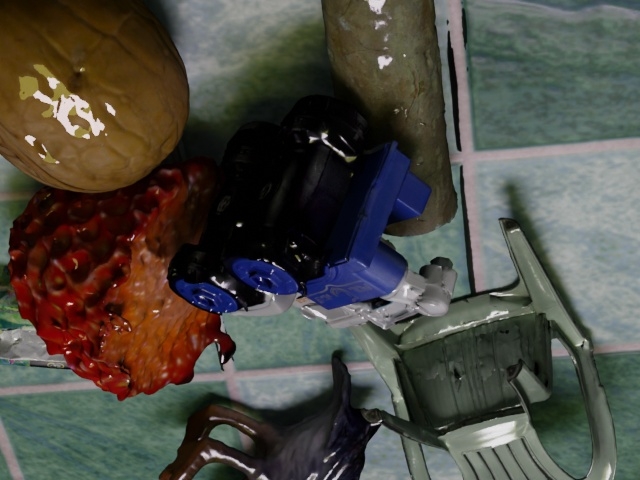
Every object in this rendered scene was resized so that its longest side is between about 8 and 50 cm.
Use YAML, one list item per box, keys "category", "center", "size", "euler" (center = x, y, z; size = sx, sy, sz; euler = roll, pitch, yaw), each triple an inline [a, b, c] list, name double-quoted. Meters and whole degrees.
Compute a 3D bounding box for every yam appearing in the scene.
- category: "yam"
  center: [0.054, -0.123, 1.260]
  size: [0.093, 0.093, 0.259]
  euler: [-4, 132, 6]

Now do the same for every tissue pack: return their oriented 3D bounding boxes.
- category: "tissue pack"
  center: [-0.244, 0.082, 1.463]
  size: [0.111, 0.079, 0.085]
  euler: [5, 131, -2]

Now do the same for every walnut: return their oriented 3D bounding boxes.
- category: "walnut"
  center: [-0.193, -0.125, 1.223]
  size: [0.167, 0.167, 0.207]
  euler: [-28, 128, 24]

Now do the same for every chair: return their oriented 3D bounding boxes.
- category: "chair"
  center: [0.142, 0.142, 1.432]
  size: [0.203, 0.190, 0.274]
  euler: [-19, 147, 17]

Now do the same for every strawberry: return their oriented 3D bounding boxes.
- category: "strawberry"
  center: [-0.173, 0.015, 1.364]
  size: [0.178, 0.234, 0.234]
  euler: [21, 137, 23]

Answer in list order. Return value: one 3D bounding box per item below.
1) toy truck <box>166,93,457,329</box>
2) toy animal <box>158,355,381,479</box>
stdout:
- category: "toy truck"
  center: [0.000, 0.000, 1.261]
  size: [0.177, 0.161, 0.213]
  euler: [33, 154, -22]
- category: "toy animal"
  center: [-0.050, 0.235, 1.570]
  size: [0.185, 0.122, 0.298]
  euler: [42, 114, -18]
